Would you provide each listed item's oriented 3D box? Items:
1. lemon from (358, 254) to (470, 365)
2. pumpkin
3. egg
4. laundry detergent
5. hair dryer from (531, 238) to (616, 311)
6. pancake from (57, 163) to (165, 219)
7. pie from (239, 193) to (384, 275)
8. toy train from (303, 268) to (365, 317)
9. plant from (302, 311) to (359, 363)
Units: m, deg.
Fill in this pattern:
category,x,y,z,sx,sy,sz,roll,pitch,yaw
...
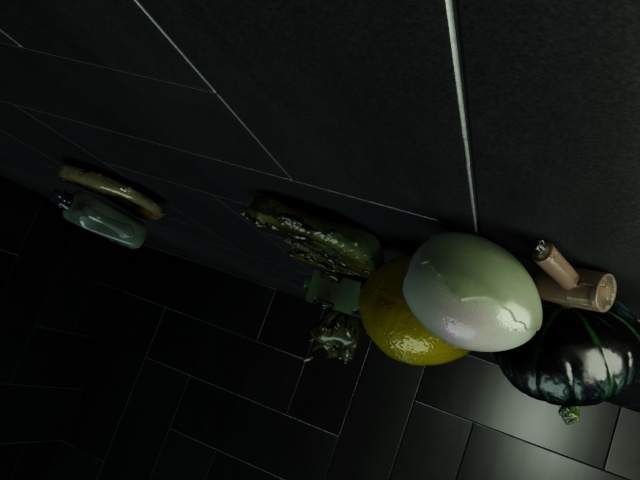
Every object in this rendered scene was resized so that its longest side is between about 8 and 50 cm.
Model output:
category,x,y,z,sx,sy,sz,roll,pitch,yaw
lemon,0.206,0.140,1.322,0.236,0.236,0.263,25,147,-27
pumpkin,0.428,0.208,1.131,0.248,0.248,0.248,20,171,3
egg,0.251,0.089,1.045,0.217,0.183,0.183,29,176,28
laundry detergent,-0.691,-0.077,1.993,0.215,0.105,0.280,22,171,45
hair dryer,0.365,0.045,0.993,0.181,0.064,0.117,37,164,-37
pancake,-0.627,-0.145,1.942,0.356,0.065,0.356,19,171,3
pie,0.000,0.000,1.430,0.296,0.078,0.371,14,168,26
toy train,0.102,0.182,2.112,0.326,0.129,0.159,15,175,27
plant,0.068,0.257,2.255,0.180,0.334,0.251,21,147,-7
